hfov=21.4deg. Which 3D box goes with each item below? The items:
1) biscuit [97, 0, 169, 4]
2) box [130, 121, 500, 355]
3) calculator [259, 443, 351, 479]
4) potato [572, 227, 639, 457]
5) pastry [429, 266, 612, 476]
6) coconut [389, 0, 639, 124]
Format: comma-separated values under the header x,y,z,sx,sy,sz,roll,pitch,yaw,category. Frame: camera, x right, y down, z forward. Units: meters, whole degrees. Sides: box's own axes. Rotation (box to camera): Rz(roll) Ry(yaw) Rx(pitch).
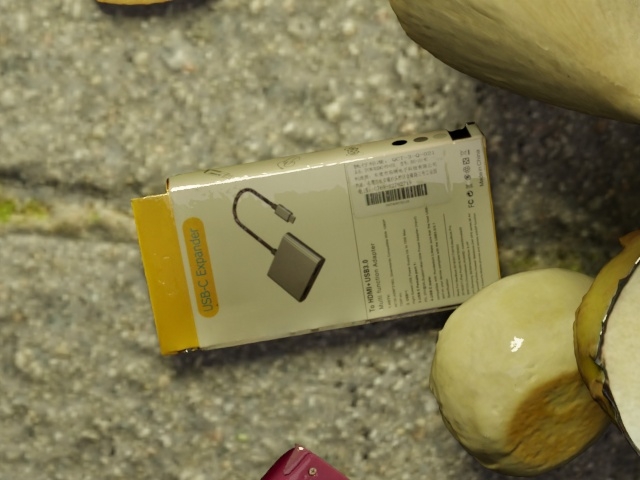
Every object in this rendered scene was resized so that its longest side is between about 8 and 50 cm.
x,y,z,sx,sy,sz,roll,pitch,yaw,category
-0.081,-0.242,1.079,0.142,0.029,0.220,30,106,-16,biscuit
0.000,0.000,1.180,0.247,0.033,0.129,-9,113,-2,box
-0.032,0.252,1.278,0.127,0.034,0.190,39,104,-20,calculator
0.316,0.058,1.138,0.300,0.196,0.246,-29,86,-4,potato
0.153,0.093,1.187,0.156,0.092,0.156,-18,136,-18,pastry
0.174,-0.198,0.956,0.329,0.329,0.328,-2,112,-5,coconut
